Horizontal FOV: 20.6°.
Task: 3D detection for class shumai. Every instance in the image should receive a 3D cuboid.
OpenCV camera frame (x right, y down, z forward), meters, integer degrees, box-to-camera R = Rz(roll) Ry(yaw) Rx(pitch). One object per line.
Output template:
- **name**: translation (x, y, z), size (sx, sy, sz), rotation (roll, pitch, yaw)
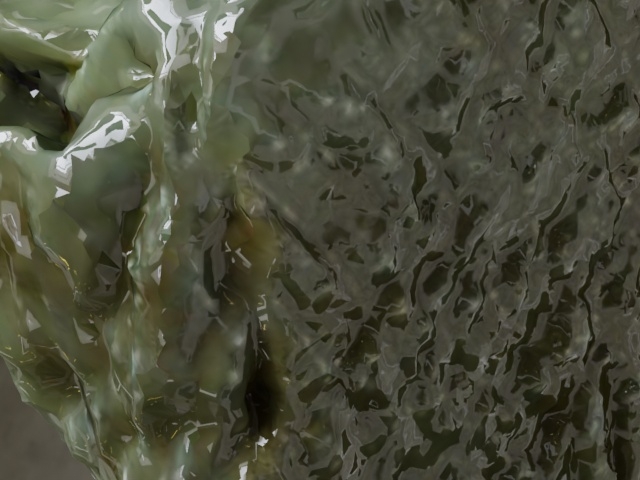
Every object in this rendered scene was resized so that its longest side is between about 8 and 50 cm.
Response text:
- **shumai**: translation (0.000, 0.000, 0.515), size (0.225, 0.260, 0.222), rotation (-45, 32, -20)
